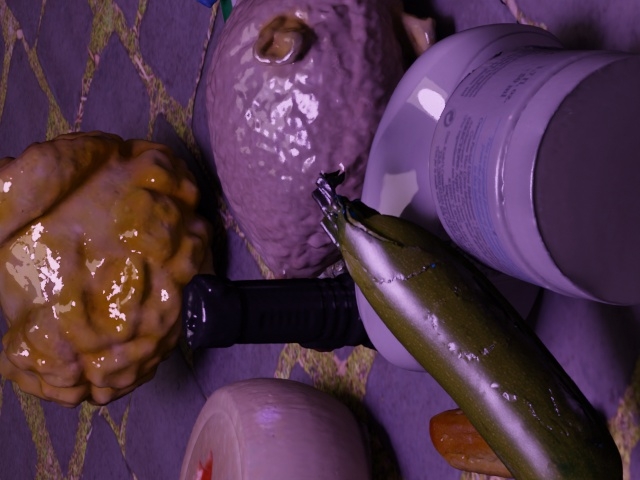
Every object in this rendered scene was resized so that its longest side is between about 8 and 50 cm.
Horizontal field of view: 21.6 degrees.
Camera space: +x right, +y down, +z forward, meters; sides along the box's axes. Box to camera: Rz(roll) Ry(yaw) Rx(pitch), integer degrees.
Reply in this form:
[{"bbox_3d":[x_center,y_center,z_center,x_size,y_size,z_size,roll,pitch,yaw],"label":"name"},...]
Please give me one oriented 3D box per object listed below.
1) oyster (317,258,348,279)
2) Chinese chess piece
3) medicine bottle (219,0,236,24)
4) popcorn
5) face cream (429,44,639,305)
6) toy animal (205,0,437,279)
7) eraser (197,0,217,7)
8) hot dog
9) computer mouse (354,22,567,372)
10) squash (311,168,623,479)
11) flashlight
[{"bbox_3d":[0.000,0.000,1.740,0.098,0.037,0.100,-27,68,61],"label":"oyster"},{"bbox_3d":[-0.055,0.308,1.697,0.338,0.141,0.338,-173,90,-72],"label":"Chinese chess piece"},{"bbox_3d":[-0.062,-0.257,1.786,0.095,0.095,0.260,-43,56,57],"label":"medicine bottle"},{"bbox_3d":[-0.306,0.019,2.012,0.349,0.382,0.349,-30,49,40],"label":"popcorn"},{"bbox_3d":[0.185,-0.050,1.210,0.153,0.177,0.177,-160,70,-63],"label":"face cream"},{"bbox_3d":[-0.010,-0.126,1.588,0.226,0.188,0.358,-163,73,-68],"label":"toy animal"},{"bbox_3d":[-0.050,-0.391,1.701,0.312,0.043,0.144,-43,50,31],"label":"eraser"},{"bbox_3d":[0.164,0.168,1.413,0.216,0.047,0.066,-16,92,62],"label":"hot dog"},{"bbox_3d":[0.107,-0.041,1.364,0.121,0.184,0.296,33,124,39],"label":"computer mouse"},{"bbox_3d":[0.108,0.074,1.243,0.331,0.087,0.087,48,140,15],"label":"squash"},{"bbox_3d":[-0.015,0.068,1.558,0.093,0.232,0.093,177,90,-65],"label":"flashlight"}]
